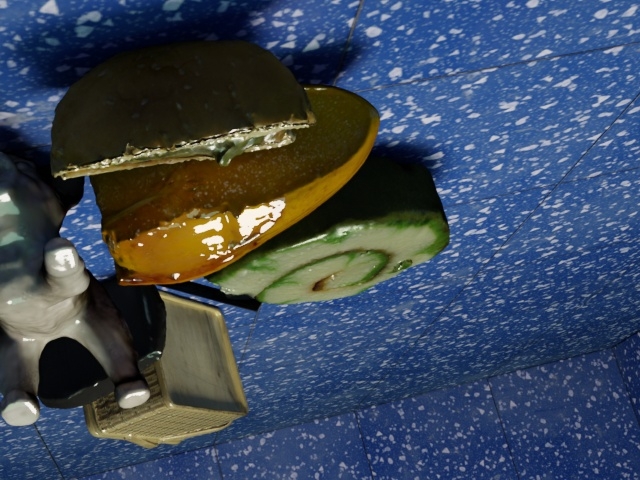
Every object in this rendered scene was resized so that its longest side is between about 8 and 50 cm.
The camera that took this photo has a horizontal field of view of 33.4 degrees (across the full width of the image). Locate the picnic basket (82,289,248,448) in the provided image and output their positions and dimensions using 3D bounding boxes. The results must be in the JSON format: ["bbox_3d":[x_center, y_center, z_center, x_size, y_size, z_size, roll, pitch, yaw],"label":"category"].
[{"bbox_3d":[-0.285,0.233,1.889,0.175,0.228,0.313,-23,161,17],"label":"picnic basket"}]

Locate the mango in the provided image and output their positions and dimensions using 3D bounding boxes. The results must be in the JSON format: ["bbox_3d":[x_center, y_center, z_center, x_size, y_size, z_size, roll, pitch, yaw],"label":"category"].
[{"bbox_3d":[-0.099,-0.080,1.205,0.350,0.201,0.199,-25,-156,2],"label":"mango"}]

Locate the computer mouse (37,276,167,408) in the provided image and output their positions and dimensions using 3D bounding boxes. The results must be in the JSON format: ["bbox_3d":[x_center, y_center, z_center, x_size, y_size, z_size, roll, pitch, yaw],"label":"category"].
[{"bbox_3d":[-0.353,0.165,1.707,0.295,0.168,0.087,-25,153,21],"label":"computer mouse"}]

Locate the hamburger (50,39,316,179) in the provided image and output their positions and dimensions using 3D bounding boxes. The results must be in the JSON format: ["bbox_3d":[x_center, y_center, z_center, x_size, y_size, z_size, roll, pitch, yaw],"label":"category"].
[{"bbox_3d":[-0.140,-0.132,1.055,0.262,0.130,0.124,-9,-178,-7],"label":"hamburger"}]

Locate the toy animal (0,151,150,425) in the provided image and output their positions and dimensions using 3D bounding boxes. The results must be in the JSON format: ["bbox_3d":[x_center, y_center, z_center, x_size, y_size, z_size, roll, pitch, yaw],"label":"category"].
[{"bbox_3d":[-0.345,0.019,1.229,0.194,0.302,0.344,-17,139,-11],"label":"toy animal"}]

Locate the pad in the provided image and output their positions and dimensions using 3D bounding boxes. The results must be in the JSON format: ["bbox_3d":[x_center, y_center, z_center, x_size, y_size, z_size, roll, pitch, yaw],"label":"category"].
[{"bbox_3d":[-0.192,0.071,1.602,0.211,0.003,0.143,15,-177,0],"label":"pad"}]

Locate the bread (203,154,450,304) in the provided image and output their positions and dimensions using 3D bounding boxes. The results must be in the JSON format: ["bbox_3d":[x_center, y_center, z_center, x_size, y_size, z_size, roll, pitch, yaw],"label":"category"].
[{"bbox_3d":[0.000,0.000,1.585,0.382,0.129,0.366,-11,163,-13],"label":"bread"}]
